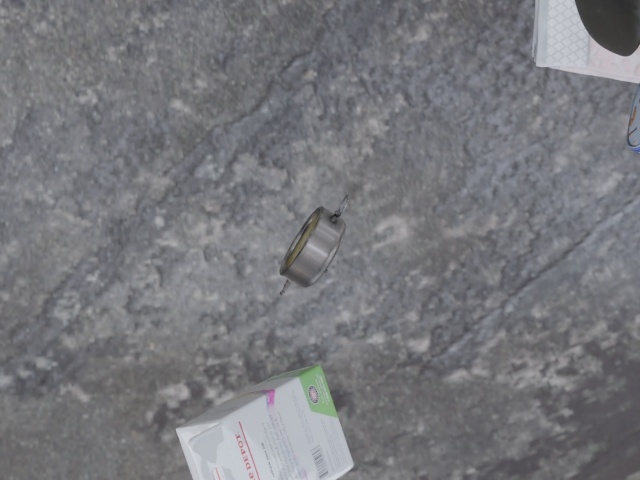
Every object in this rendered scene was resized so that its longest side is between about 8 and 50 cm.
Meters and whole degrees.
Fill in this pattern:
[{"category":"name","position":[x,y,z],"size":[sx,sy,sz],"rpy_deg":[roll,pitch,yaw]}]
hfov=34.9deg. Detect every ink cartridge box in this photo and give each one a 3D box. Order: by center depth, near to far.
[{"category":"ink cartridge box","position":[-0.113,0.373,1.764],"size":[0.119,0.207,0.353],"rpy_deg":[-17,-177,39]}]

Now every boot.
[{"category":"boot","position":[0.392,-0.364,1.299],"size":[0.115,0.112,0.305],"rpy_deg":[-46,145,-17]}]

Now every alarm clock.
[{"category":"alarm clock","position":[0.000,0.000,1.629],"size":[0.064,0.129,0.192],"rpy_deg":[29,123,-7]}]

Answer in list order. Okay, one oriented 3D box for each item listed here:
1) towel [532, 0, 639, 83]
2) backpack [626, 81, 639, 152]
[{"category":"towel","position":[0.489,-0.411,1.604],"size":[0.317,0.053,0.331],"rpy_deg":[13,122,30]},{"category":"backpack","position":[0.531,-0.165,1.365],"size":[0.213,0.276,0.263],"rpy_deg":[23,141,8]}]
